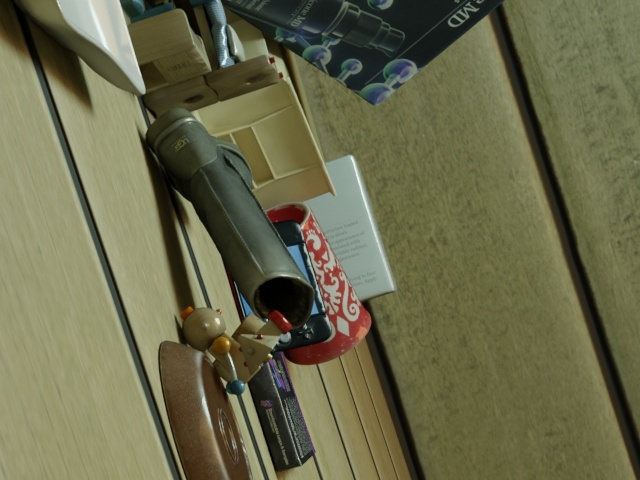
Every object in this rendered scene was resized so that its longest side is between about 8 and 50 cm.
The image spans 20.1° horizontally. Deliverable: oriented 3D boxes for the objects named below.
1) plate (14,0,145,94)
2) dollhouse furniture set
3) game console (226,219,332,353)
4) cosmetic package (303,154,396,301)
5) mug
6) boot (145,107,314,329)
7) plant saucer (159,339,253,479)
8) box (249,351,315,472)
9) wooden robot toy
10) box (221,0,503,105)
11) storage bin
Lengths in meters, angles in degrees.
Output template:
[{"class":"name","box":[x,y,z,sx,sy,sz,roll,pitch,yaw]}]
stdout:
[{"class":"plate","box":[-0.208,-0.251,1.299,0.278,0.045,0.277,46,26,-81]},{"class":"dollhouse furniture set","box":[-0.124,-0.208,1.662,0.183,0.129,0.129,55,17,-77]},{"class":"game console","box":[-0.050,0.043,1.943,0.085,0.124,0.144,137,-61,-65]},{"class":"cosmetic package","box":[0.000,0.000,2.314,0.151,0.151,0.183,19,54,-86]},{"class":"mug","box":[-0.037,0.048,2.144,0.113,0.150,0.169,-52,129,-40]},{"class":"boot","box":[-0.065,-0.009,1.619,0.208,0.076,0.190,49,7,26]},{"class":"plant saucer","box":[-0.081,0.152,1.372,0.168,0.029,0.168,-18,90,-87]},{"class":"box","box":[-0.041,0.173,1.850,0.162,0.029,0.116,39,33,-85]},{"class":"wooden robot toy","box":[-0.076,0.075,1.484,0.079,0.076,0.173,38,-7,-2]},{"class":"box","box":[0.013,-0.384,1.969,0.395,0.293,0.212,30,35,-33]},{"class":"storage bin","box":[-0.093,-0.200,2.140,0.260,0.123,0.262,66,7,-53]}]
